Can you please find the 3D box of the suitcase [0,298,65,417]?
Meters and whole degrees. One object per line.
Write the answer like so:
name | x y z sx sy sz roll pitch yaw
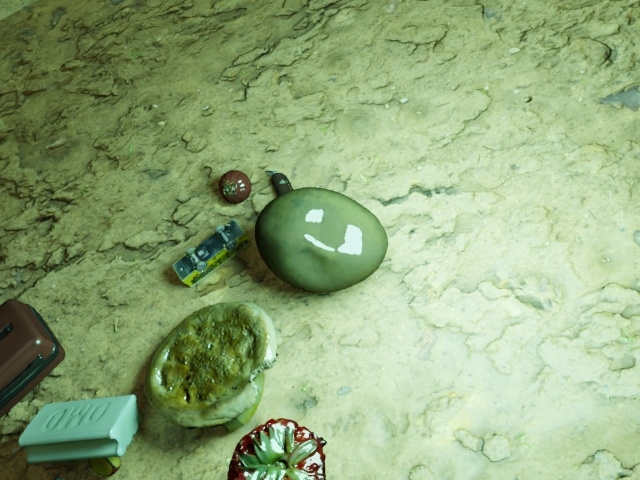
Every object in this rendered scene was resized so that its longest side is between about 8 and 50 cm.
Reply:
suitcase | -0.896 0.335 2.015 0.297 0.161 0.236 -43 60 -9

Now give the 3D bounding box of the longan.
longan | 0.000 0.000 1.851 0.350 0.288 0.288 12 67 11

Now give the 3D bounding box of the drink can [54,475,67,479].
drink can | -0.700 0.718 1.786 0.097 0.097 0.235 29 75 28

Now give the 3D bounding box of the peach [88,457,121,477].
peach | -0.551 0.568 1.842 0.083 0.050 0.077 -8 84 24

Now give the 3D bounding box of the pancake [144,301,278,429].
pancake | -0.275 0.310 1.849 0.382 0.071 0.382 -15 48 17

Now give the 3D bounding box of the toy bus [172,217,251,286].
toy bus | -0.308 0.037 2.036 0.226 0.074 0.081 -38 57 -4

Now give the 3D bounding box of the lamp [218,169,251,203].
lamp | -0.253 -0.159 2.113 0.101 0.090 0.101 4 102 18

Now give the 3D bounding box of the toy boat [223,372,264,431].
toy boat | -0.192 0.403 1.811 0.066 0.065 0.172 7 57 52

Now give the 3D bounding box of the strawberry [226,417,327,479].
strawberry | -0.105 0.559 1.626 0.261 0.257 0.261 3 45 -3

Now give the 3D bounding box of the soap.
soap | -0.615 0.486 1.846 0.265 0.087 0.160 -9 24 14

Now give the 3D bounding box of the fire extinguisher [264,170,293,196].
fire extinguisher | -0.110 -0.150 2.090 0.064 0.043 0.158 -10 56 -22
